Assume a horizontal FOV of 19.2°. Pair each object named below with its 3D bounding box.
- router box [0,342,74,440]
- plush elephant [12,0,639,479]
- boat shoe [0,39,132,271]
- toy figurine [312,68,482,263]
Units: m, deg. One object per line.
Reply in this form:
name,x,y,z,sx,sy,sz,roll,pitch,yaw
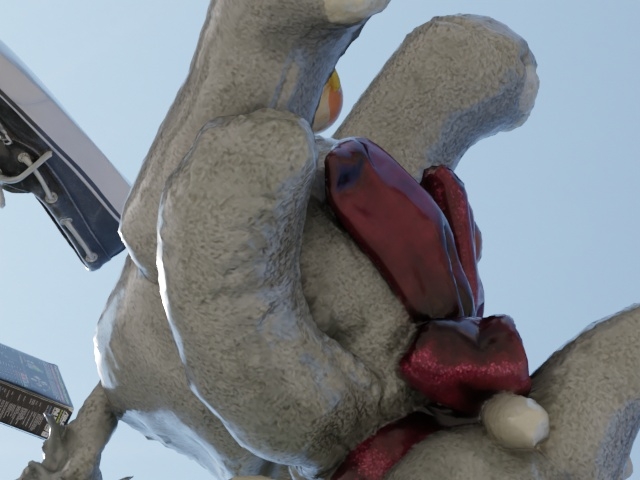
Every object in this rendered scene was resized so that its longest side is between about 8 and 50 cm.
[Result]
router box,-0.273,0.129,1.678,0.038,0.092,0.122,-64,-161,8
plush elephant,0.043,0.065,0.748,0.255,0.272,0.330,32,-92,21
boat shoe,-0.271,-0.085,1.723,0.105,0.306,0.113,-41,-136,-2
toy figurine,0.000,0.000,1.235,0.148,0.209,0.213,-38,-103,-19
